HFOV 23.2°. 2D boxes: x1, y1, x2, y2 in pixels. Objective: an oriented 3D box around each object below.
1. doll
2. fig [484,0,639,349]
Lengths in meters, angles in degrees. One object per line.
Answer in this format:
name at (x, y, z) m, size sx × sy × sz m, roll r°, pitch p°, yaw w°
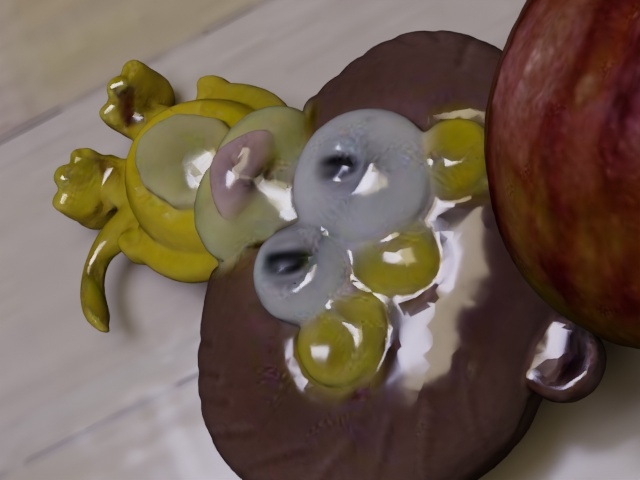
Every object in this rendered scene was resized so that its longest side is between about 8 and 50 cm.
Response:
doll at (-0.005, 0.008, 0.465) m, size 0.188 × 0.096 × 0.145 m, roll 0°, pitch 68°, yaw 24°
fig at (0.136, -0.043, 0.350) m, size 0.149 × 0.148 × 0.202 m, roll 43°, pitch 129°, yaw -4°
